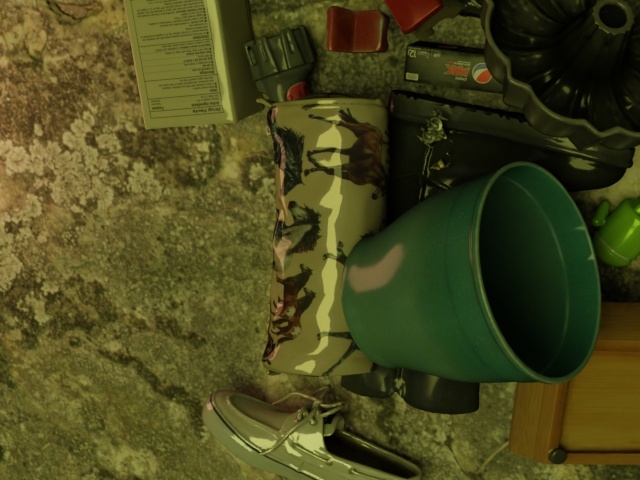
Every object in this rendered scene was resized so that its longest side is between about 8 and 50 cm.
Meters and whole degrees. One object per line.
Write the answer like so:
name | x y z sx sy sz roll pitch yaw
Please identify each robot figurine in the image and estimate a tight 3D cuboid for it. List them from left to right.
robot figurine | 0.423 -0.011 1.709 0.101 0.067 0.115 35 117 -4

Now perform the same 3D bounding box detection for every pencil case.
pencil case | 0.000 0.000 1.716 0.183 0.160 0.410 8 99 38

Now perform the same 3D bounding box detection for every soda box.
soda box | 0.205 -0.241 1.731 0.169 0.060 0.053 11 109 20

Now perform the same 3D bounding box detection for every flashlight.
flashlight | -0.011 -0.163 1.827 0.103 0.103 0.304 -9 99 51

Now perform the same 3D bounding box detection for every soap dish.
soap dish | 0.416 0.200 1.688 0.290 0.118 0.229 2 109 -8

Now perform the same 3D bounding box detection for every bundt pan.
bundt pan | 0.352 -0.254 1.561 0.330 0.124 0.331 2 70 -5

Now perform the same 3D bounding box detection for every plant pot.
plant pot | 0.174 0.060 1.567 0.255 0.271 0.272 -14 100 40

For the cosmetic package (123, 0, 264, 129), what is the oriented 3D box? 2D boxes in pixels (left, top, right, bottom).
cosmetic package | -0.195 -0.330 1.838 0.160 0.113 0.309 -1 106 23

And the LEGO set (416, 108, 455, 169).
LEGO set | 0.155 -0.136 1.665 0.054 0.023 0.083 -26 81 32

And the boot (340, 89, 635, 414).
boot | 0.223 0.040 1.740 0.367 0.146 0.445 16 103 30

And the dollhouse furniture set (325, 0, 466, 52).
dollhouse furniture set | 0.000 -0.407 1.656 0.201 0.152 0.374 -36 72 27

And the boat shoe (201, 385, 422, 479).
boat shoe | -0.004 0.305 1.944 0.367 0.136 0.156 30 115 8

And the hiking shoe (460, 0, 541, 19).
hiking shoe | 0.210 -0.362 1.692 0.227 0.086 0.114 28 99 8
